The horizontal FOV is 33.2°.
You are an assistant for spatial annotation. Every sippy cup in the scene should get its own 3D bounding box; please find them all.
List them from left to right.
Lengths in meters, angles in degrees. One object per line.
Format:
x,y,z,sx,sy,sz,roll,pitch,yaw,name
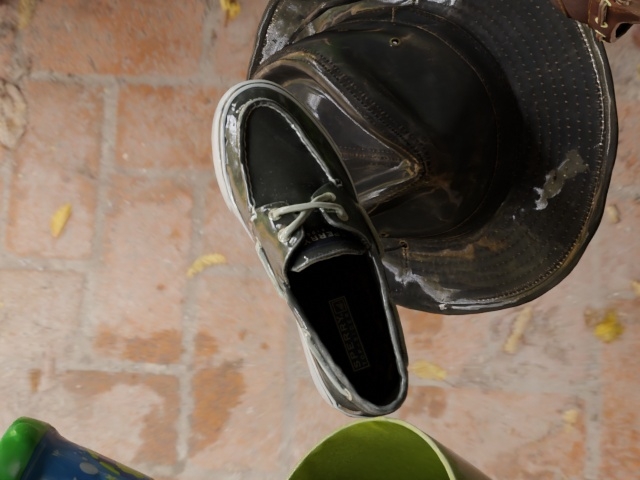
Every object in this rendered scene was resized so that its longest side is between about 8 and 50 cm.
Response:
-0.228,0.316,1.062,0.224,0.305,0.240,17,111,-3,sippy cup

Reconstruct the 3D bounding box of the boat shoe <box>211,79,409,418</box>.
0.000,0.000,0.637,0.077,0.070,0.219,-24,86,-10,boat shoe

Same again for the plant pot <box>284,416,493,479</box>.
0.129,0.346,1.038,0.293,0.275,0.275,29,83,-34,plant pot

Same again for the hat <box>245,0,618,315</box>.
0.039,-0.080,0.781,0.331,0.134,0.331,10,107,34,hat

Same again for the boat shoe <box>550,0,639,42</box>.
0.154,-0.137,0.501,0.073,0.207,0.073,-39,92,5,boat shoe

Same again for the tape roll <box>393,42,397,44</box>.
0.119,-0.127,1.099,0.219,0.219,0.072,15,81,3,tape roll
